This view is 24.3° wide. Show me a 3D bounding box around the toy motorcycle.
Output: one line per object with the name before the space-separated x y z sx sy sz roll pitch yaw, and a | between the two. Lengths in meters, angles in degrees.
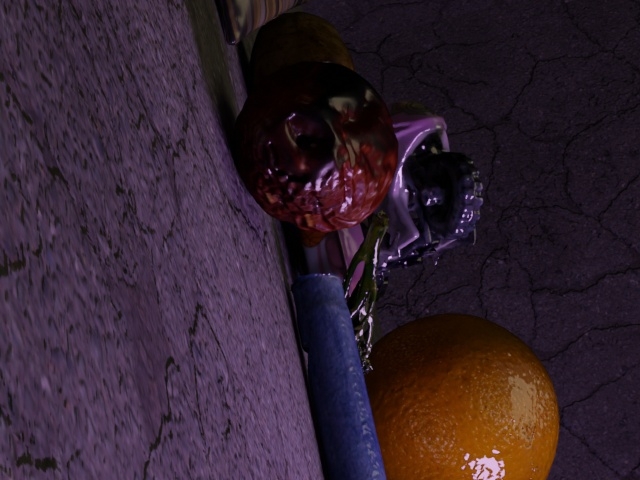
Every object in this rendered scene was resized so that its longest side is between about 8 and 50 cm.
toy motorcycle | 0.089 -0.050 1.807 0.327 0.143 0.188 -40 -117 56

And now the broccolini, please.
broccolini | 0.038 0.062 1.610 0.058 0.073 0.201 -100 -161 -54

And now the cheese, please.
cheese | 0.000 0.000 1.766 0.286 0.074 0.189 -152 -131 -77

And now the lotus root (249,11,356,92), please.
lotus root | -0.016 -0.173 1.745 0.260 0.128 0.145 -98 167 -50

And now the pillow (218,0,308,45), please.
pillow | -0.080 -0.344 1.668 0.212 0.052 0.208 -43 123 -56

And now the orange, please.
orange | 0.163 0.225 1.834 0.274 0.274 0.274 -14 90 -86

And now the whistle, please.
whistle | 0.023 0.177 1.517 0.062 0.062 0.304 69 8 -62

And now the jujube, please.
jujube | -0.006 -0.088 1.406 0.236 0.168 0.168 -32 108 -83
